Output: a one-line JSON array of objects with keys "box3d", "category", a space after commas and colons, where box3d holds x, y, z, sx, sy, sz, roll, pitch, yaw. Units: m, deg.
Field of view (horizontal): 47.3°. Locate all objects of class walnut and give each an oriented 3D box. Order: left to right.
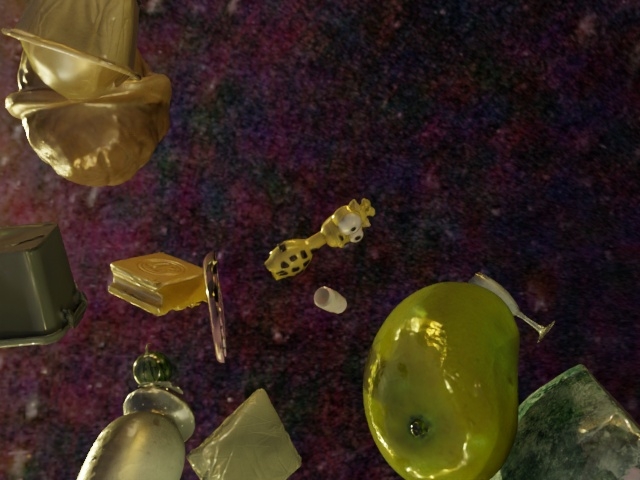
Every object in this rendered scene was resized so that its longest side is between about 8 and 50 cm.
[{"box3d": [-0.404, -0.242, 1.297, 0.285, 0.285, 0.296, -2, 98, 40], "category": "walnut"}]

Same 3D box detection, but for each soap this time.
[{"box3d": [-0.468, 0.122, 2.150, 0.324, 0.204, 0.096, 14, 112, 48], "category": "soap"}]

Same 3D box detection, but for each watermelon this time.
[{"box3d": [-0.431, 0.328, 1.869, 0.109, 0.109, 0.109, -8, 77, 39], "category": "watermelon"}, {"box3d": [0.326, 0.319, 0.751, 0.228, 0.258, 0.387, -49, 25, 17], "category": "watermelon"}]

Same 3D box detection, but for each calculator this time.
[{"box3d": [-0.268, 0.174, 1.858, 0.294, 0.043, 0.194, -105, 13, -50], "category": "calculator"}]

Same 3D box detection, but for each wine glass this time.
[{"box3d": [-0.220, 0.270, 0.857, 0.111, 0.111, 0.204, -41, 17, 27], "category": "wine glass"}, {"box3d": [0.412, 0.141, 1.604, 0.198, 0.066, 0.066, 38, 107, 23], "category": "wine glass"}]

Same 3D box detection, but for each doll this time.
[{"box3d": [0.000, 0.001, 1.698, 0.291, 0.117, 0.086, -31, 55, 2], "category": "doll"}]

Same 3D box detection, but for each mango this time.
[{"box3d": [0.137, 0.149, 0.821, 0.149, 0.185, 0.273, -35, 24, 39], "category": "mango"}]

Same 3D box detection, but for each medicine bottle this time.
[{"box3d": [0.025, 0.146, 1.774, 0.052, 0.089, 0.052, -10, 68, 27], "category": "medicine bottle"}]

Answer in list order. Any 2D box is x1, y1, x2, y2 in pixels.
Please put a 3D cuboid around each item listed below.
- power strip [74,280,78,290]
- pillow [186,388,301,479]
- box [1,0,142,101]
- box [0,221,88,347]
[{"box3d": [-0.493, 0.105, 1.230, 0.080, 0.227, 0.029, -14, 98, 22], "category": "power strip"}, {"box3d": [-0.195, 0.577, 1.926, 0.076, 0.280, 0.274, -2, 120, 47], "category": "pillow"}, {"box3d": [-0.203, -0.172, 0.629, 0.177, 0.111, 0.111, -133, 62, -74], "category": "box"}, {"box3d": [-0.465, 0.062, 1.025, 0.243, 0.163, 0.135, -4, 108, 1], "category": "box"}]
